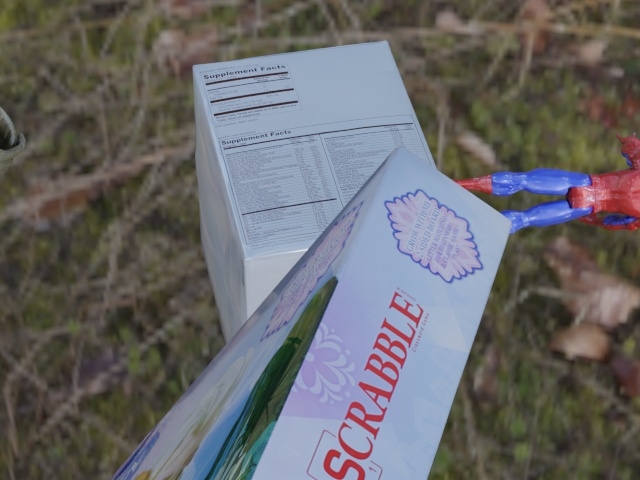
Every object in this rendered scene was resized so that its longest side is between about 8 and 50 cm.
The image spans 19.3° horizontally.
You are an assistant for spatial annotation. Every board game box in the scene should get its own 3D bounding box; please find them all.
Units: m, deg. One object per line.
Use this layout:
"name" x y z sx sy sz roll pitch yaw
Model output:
"board game box" -0.065 0.158 0.767 0.066 0.318 0.318 35 37 -8

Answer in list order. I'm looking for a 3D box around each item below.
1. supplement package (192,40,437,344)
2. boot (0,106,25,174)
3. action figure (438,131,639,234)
"supplement package" 0.000 0.000 1.345 0.149 0.194 0.203 -9 46 -9
"boot" -0.324 -0.051 1.616 0.077 0.213 0.165 39 98 -11
"action figure" 0.257 -0.054 1.987 0.280 0.091 0.139 -4 11 1
